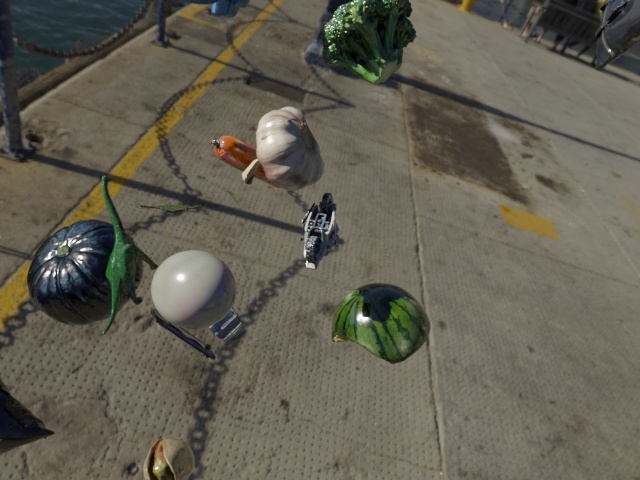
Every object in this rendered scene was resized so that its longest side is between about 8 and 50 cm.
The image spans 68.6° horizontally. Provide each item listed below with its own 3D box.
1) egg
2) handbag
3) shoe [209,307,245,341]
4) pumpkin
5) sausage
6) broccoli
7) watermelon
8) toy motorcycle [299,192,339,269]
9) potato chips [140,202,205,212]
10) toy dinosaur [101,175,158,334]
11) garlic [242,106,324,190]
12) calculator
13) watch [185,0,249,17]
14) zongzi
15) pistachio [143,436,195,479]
[{"bbox_3d":[-0.169,0.064,0.623,0.103,0.103,0.135,-12,11,-37],"label":"egg"},{"bbox_3d":[0.680,-0.509,0.995,0.089,0.211,0.254,26,63,-9],"label":"handbag"},{"bbox_3d":[-0.283,0.191,1.324,0.207,0.091,0.106,49,14,6],"label":"shoe"},{"bbox_3d":[-0.774,0.102,1.569,0.364,0.266,0.363,-9,48,10],"label":"pumpkin"},{"bbox_3d":[-0.230,-0.262,1.534,0.312,0.093,0.093,21,27,-49],"label":"sausage"},{"bbox_3d":[0.141,-0.594,1.384,0.295,0.265,0.245,-37,85,-3],"label":"broccoli"},{"bbox_3d":[0.192,0.235,1.530,0.331,0.189,0.330,-10,29,6],"label":"watermelon"},{"bbox_3d":[0.006,0.001,1.392,0.108,0.204,0.239,22,55,21],"label":"toy motorcycle"},{"bbox_3d":[-0.497,-0.112,1.585,0.209,0.026,0.142,1,12,-13],"label":"potato chips"},{"bbox_3d":[-0.618,0.034,1.396,0.087,0.300,0.447,-16,38,13],"label":"toy dinosaur"},{"bbox_3d":[-0.131,-0.241,1.376,0.245,0.253,0.245,47,29,-36],"label":"garlic"},{"bbox_3d":[-0.499,0.336,1.702,0.274,0.028,0.166,42,-11,-22],"label":"calculator"},{"bbox_3d":[-0.325,-0.769,1.299,0.275,0.305,0.241,0,65,-28],"label":"watch"},{"bbox_3d":[-0.908,0.391,1.121,0.384,0.319,0.362,-19,69,-40],"label":"zongzi"},{"bbox_3d":[-0.432,0.633,1.333,0.144,0.215,0.143,2,73,-6],"label":"pistachio"}]
